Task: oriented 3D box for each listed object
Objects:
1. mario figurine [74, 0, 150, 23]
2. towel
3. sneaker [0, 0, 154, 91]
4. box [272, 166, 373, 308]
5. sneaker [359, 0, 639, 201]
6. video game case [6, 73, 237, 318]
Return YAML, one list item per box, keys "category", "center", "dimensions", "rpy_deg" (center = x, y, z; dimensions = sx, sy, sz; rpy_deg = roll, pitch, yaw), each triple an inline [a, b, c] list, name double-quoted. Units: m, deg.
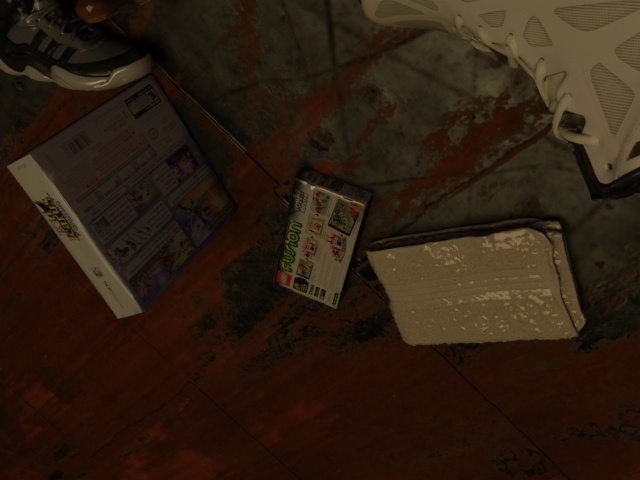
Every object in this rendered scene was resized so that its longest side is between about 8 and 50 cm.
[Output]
- category: "mario figurine"
  center: [-0.318, -0.417, 0.844]
  dimensions: [0.198, 0.170, 0.321]
  rpy_deg: [-32, 120, -8]
- category: "towel"
  center: [0.217, 0.068, 1.017]
  dimensions: [0.282, 0.049, 0.187]
  rpy_deg: [-9, 117, 30]
- category: "sneaker"
  center: [-0.362, -0.302, 0.996]
  dimensions: [0.268, 0.101, 0.153]
  rpy_deg: [13, 129, 20]
- category: "box"
  center: [0.000, 0.000, 1.079]
  dimensions: [0.114, 0.036, 0.207]
  rpy_deg: [22, 129, 10]
- category: "sneaker"
  center: [0.206, -0.170, 0.676]
  dimensions: [0.447, 0.169, 0.258]
  rpy_deg: [10, 100, 42]
- category: "video game case"
  center: [-0.258, -0.069, 1.001]
  dimensions: [0.061, 0.269, 0.244]
  rpy_deg: [-18, 113, 34]
